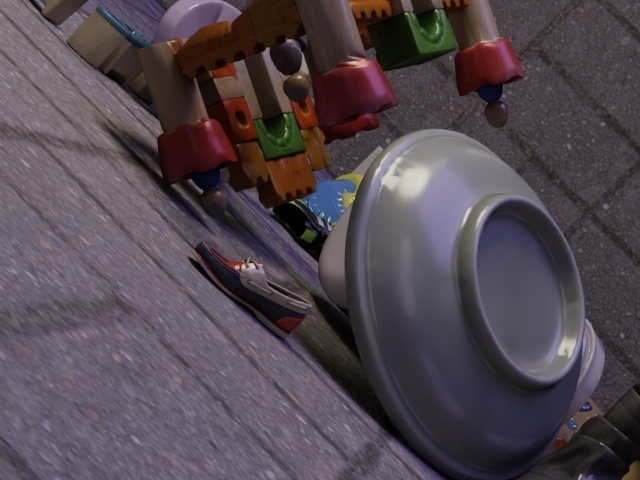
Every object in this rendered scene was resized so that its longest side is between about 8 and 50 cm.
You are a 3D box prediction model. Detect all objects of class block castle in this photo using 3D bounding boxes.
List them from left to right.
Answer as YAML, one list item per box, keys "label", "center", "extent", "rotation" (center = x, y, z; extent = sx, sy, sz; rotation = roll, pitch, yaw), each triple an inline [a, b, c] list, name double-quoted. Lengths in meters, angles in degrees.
- label: "block castle"
  center: [0.021, -0.175, 1.780]
  extent: [0.453, 0.303, 0.213]
  rotation: [-21, 93, -60]

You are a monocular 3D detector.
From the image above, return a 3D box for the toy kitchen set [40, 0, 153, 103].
- label: "toy kitchen set"
  center: [-0.281, -0.309, 2.074]
  extent: [0.166, 0.122, 0.207]
  rotation: [47, 6, 22]

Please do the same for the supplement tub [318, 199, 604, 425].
- label: "supplement tub"
  center: [0.182, 0.080, 1.909]
  extent: [0.331, 0.241, 0.241]
  rotation: [47, 4, -24]

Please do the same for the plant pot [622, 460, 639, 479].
- label: "plant pot"
  center: [0.411, 0.331, 1.791]
  extent: [0.254, 0.239, 0.254]
  rotation: [44, 6, -6]

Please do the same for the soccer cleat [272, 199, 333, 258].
- label: "soccer cleat"
  center: [0.000, 0.000, 2.228]
  extent: [0.179, 0.060, 0.072]
  rotation: [39, 15, 5]

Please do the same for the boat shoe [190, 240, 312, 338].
- label: "boat shoe"
  center: [-0.067, 0.041, 1.468]
  extent: [0.137, 0.043, 0.049]
  rotation: [41, 8, -24]

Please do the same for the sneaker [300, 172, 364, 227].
- label: "sneaker"
  center: [0.028, -0.011, 2.434]
  extent: [0.240, 0.126, 0.091]
  rotation: [-97, -171, -47]

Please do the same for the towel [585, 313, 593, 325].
- label: "towel"
  center: [0.253, 0.109, 2.323]
  extent: [0.284, 0.235, 0.121]
  rotation: [41, 10, -28]

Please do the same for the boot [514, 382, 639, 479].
- label: "boot"
  center: [0.271, 0.235, 1.558]
  extent: [0.118, 0.223, 0.338]
  rotation: [46, 6, 6]

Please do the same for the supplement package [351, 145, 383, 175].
- label: "supplement package"
  center: [0.151, 0.017, 2.543]
  extent: [0.177, 0.175, 0.293]
  rotation: [41, 6, -47]

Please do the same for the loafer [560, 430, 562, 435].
- label: "loafer"
  center: [0.362, 0.352, 2.035]
  extent: [0.268, 0.092, 0.102]
  rotation: [47, 8, 36]

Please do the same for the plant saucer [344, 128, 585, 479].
- label: "plant saucer"
  center: [0.191, 0.062, 1.661]
  extent: [0.400, 0.100, 0.400]
  rotation: [18, 64, -44]

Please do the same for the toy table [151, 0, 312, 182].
- label: "toy table"
  center: [-0.108, -0.208, 2.093]
  extent: [0.161, 0.252, 0.274]
  rotation: [33, -4, 29]

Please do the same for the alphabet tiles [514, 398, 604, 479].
- label: "alphabet tiles"
  center: [0.315, 0.268, 2.065]
  extent: [0.198, 0.009, 0.237]
  rotation: [-6, 28, -19]
